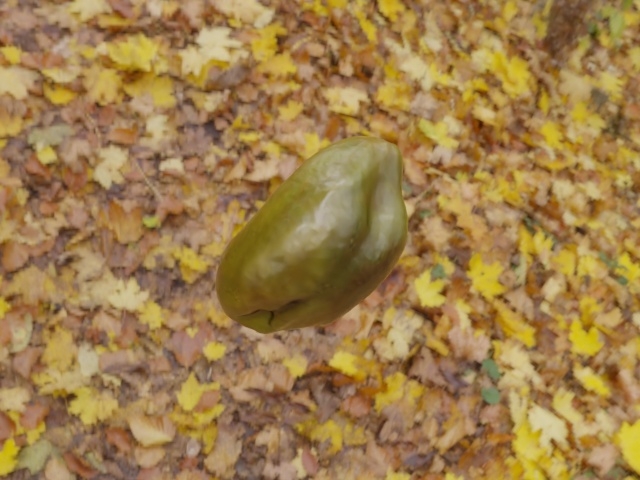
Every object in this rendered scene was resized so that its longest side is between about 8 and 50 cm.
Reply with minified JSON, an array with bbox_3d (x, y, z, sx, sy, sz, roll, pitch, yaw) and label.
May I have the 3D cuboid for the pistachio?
[{"bbox_3d":[0.001,-0.002,0.702,0.189,0.110,0.100,-42,64,-5],"label":"pistachio"}]
